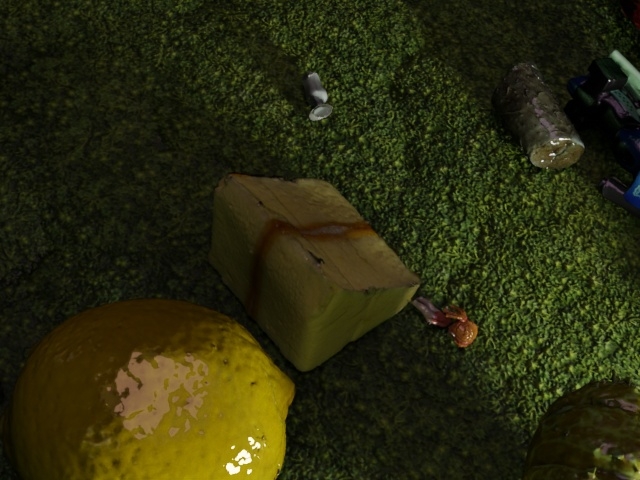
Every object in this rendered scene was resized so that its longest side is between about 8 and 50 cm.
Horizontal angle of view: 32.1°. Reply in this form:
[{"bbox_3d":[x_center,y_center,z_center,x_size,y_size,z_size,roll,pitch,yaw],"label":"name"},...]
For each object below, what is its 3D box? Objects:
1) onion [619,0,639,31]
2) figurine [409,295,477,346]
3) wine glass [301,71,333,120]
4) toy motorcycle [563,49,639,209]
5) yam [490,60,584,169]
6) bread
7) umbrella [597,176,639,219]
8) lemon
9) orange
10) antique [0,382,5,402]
[{"bbox_3d":[0.691,-0.489,1.962,0.354,0.353,0.353,4,56,-6],"label":"onion"},{"bbox_3d":[0.180,0.113,1.632,0.109,0.047,0.064,35,35,22],"label":"figurine"},{"bbox_3d":[-0.010,-0.240,1.849,0.039,0.042,0.083,19,40,-43],"label":"wine glass"},{"bbox_3d":[0.527,-0.158,1.804,0.196,0.125,0.331,-14,56,-32],"label":"toy motorcycle"},{"bbox_3d":[0.355,-0.203,1.841,0.107,0.107,0.183,-17,62,-19],"label":"yam"},{"bbox_3d":[0.000,0.000,1.601,0.236,0.198,0.263,-27,61,-31],"label":"bread"},{"bbox_3d":[0.508,-0.058,1.804,0.133,0.031,0.036,36,57,17],"label":"umbrella"},{"bbox_3d":[-0.206,0.222,1.347,0.336,0.336,0.336,4,56,-6],"label":"lemon"},{"bbox_3d":[0.352,0.323,1.372,0.223,0.300,0.301,20,28,11],"label":"orange"},{"bbox_3d":[-0.515,0.204,1.440,0.183,0.086,0.088,-30,64,-25],"label":"antique"}]
